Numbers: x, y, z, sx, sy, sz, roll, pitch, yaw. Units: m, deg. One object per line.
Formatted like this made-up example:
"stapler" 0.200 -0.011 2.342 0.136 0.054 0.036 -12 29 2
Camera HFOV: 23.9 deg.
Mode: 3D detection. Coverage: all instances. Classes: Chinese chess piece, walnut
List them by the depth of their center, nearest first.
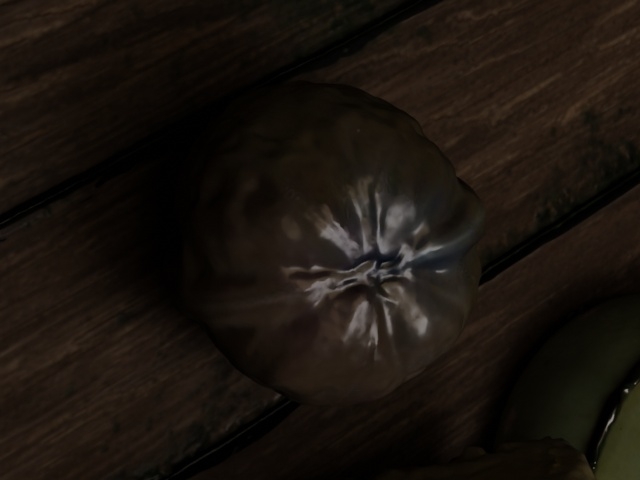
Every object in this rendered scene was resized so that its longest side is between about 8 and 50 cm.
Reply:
"walnut" -0.002 0.001 1.141 0.248 0.248 0.248 -3 96 -31
"Chinese chess piece" 0.324 0.221 1.407 0.349 0.146 0.349 -4 97 -32

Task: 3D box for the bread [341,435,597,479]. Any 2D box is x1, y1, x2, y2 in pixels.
"bread" 0.085 0.390 1.150 0.371 0.279 0.390 -12 100 -9
